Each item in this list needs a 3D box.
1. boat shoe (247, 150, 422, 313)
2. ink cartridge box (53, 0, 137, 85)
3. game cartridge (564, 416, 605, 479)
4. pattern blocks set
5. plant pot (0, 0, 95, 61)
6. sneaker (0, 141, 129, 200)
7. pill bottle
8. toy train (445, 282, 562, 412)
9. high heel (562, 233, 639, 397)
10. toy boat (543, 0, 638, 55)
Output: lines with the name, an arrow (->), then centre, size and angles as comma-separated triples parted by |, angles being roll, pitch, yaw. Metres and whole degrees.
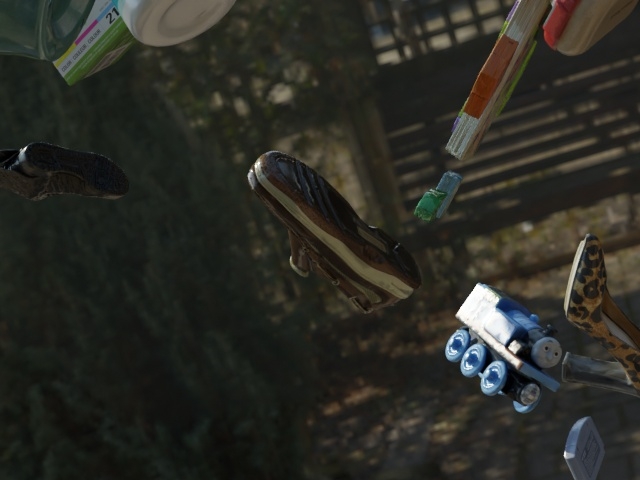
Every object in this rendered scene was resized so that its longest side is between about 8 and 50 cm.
boat shoe -> 0.001, 0.005, 1.464 | 0.095, 0.257, 0.095 | -37, 32, 23
ink cartridge box -> -0.334, -0.365, 1.736 | 0.189, 0.255, 0.097 | -35, 2, 44
game cartridge -> 0.291, 0.233, 1.450 | 0.017, 0.056, 0.083 | -14, 19, 30
pattern blocks set -> 0.173, -0.164, 1.256 | 0.026, 0.324, 0.285 | 28, 3, 8
plant pot -> -0.352, -0.299, 1.290 | 0.255, 0.271, 0.271 | 21, 16, 2
sneaker -> -0.326, -0.078, 1.594 | 0.170, 0.051, 0.089 | 18, -31, -34
pill bottle -> -0.215, -0.369, 1.543 | 0.146, 0.264, 0.146 | -30, -16, -10
toy train -> 0.217, 0.125, 1.540 | 0.105, 0.080, 0.184 | -58, 26, 5
high heel -> 0.428, 0.106, 1.782 | 0.186, 0.261, 0.093 | 9, 38, 19
toy boat -> 0.386, -0.386, 1.914 | 0.231, 0.151, 0.151 | -39, -16, -32
